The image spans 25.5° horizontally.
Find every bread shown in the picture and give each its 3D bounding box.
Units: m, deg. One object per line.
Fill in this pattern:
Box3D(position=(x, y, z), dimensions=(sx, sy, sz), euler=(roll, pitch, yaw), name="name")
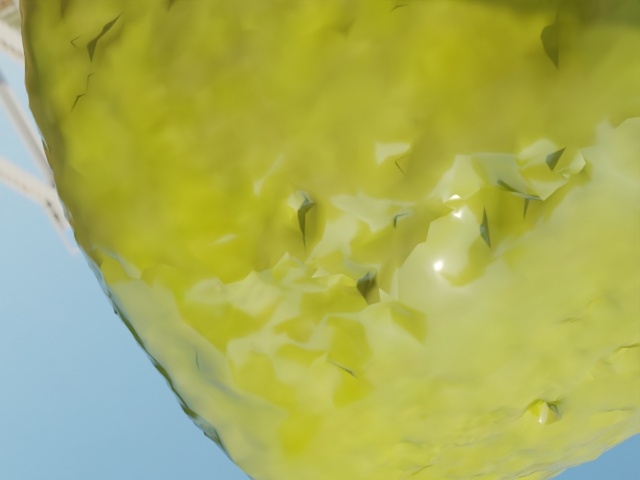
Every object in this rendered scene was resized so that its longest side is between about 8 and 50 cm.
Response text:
Box3D(position=(0.076, -0.079, 0.585), dimensions=(0.307, 0.348, 0.348), euler=(-31, -165, 29), name="bread")
